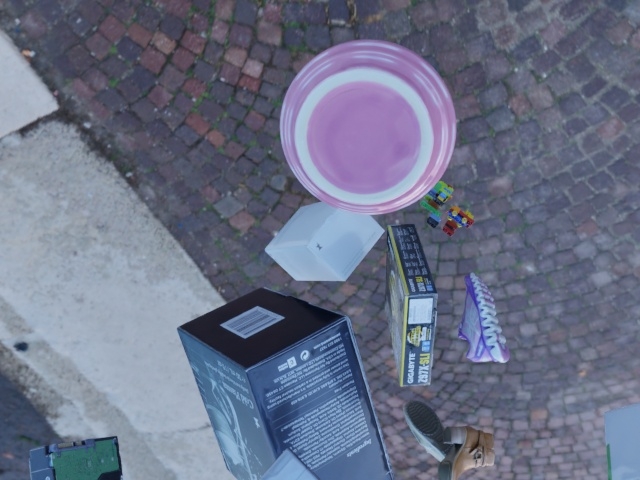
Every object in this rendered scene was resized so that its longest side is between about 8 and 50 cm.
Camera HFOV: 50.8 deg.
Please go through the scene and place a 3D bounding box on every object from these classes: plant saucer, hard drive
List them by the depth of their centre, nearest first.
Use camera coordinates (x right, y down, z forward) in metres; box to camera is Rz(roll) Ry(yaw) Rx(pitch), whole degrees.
[{"bbox_3d":[0.082,-0.196,1.241,0.332,0.084,0.332,4,113,9],"label":"plant saucer"},{"bbox_3d":[-0.492,0.592,1.406,0.064,0.339,0.237,-16,165,14],"label":"hard drive"}]

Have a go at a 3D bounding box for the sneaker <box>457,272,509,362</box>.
[{"bbox_3d":[0.379,0.195,1.653,0.104,0.236,0.095,-24,151,28],"label":"sneaker"}]

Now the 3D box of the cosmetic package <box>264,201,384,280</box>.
[{"bbox_3d":[0.000,0.000,1.946,0.155,0.197,0.365,45,163,-16],"label":"cosmetic package"}]

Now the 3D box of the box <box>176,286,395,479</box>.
[{"bbox_3d":[-0.101,0.419,1.752,0.297,0.480,0.472,-25,107,-26],"label":"box"}]

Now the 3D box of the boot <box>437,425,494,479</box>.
[{"bbox_3d":[0.414,0.622,1.884,0.152,0.197,0.073,13,170,-20],"label":"boot"}]

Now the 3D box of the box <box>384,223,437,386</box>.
[{"bbox_3d":[0.209,0.147,1.609,0.079,0.322,0.257,-3,120,0],"label":"box"}]

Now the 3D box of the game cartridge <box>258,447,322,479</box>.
[{"bbox_3d":[-0.025,0.576,1.296,0.297,0.198,0.062,38,166,23],"label":"game cartridge"}]

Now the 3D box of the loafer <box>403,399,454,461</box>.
[{"bbox_3d":[0.365,0.644,2.206,0.102,0.268,0.092,-23,144,-27],"label":"loafer"}]

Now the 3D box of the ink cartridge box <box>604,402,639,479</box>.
[{"bbox_3d":[0.685,0.494,1.341,0.117,0.201,0.278,-27,109,31],"label":"ink cartridge box"}]

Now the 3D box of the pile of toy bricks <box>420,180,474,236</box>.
[{"bbox_3d":[0.316,-0.117,1.789,0.212,0.105,0.118,37,150,0],"label":"pile of toy bricks"}]
